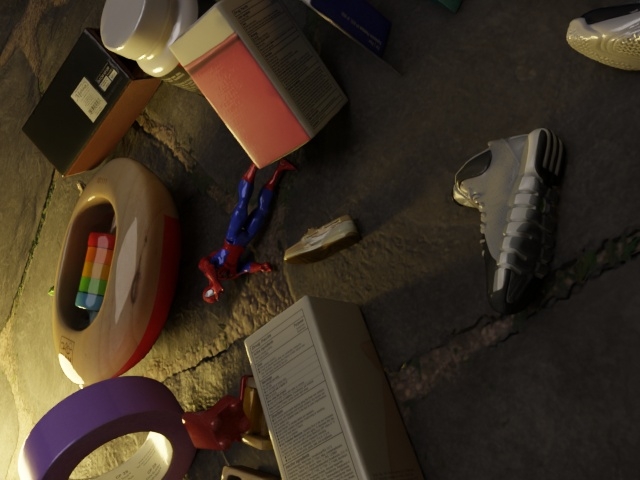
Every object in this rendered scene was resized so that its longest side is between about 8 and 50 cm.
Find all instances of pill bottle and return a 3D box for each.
[{"bbox_3d":[-0.217,-0.341,1.149,0.161,0.283,0.161,-12,73,41],"label":"pill bottle"}]

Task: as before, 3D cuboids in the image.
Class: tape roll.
[{"bbox_3d":[-0.349,0.362,1.111,0.090,0.274,0.275,41,108,41],"label":"tape roll"}]

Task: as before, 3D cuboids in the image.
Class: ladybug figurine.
[{"bbox_3d":[-0.388,0.069,1.296,0.305,0.161,0.450,11,87,43],"label":"ladybug figurine"}]

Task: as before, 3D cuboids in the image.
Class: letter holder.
[{"bbox_3d":[-0.488,-0.314,1.512,0.152,0.214,0.302,48,116,4],"label":"letter holder"}]

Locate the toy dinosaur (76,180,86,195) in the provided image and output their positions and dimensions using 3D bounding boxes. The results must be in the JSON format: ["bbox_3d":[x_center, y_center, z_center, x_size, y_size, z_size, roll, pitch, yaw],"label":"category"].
[{"bbox_3d":[-0.509,-0.027,1.505,0.118,0.064,0.268,-36,57,49],"label":"toy dinosaur"}]

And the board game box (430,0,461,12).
[{"bbox_3d":[0.137,-0.525,1.004,0.336,0.079,0.254,43,110,41],"label":"board game box"}]

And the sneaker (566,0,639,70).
[{"bbox_3d":[0.401,-0.263,0.684,0.268,0.101,0.153,8,85,38],"label":"sneaker"}]

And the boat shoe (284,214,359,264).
[{"bbox_3d":[0.000,0.000,1.031,0.135,0.050,0.045,-21,62,27],"label":"boat shoe"}]

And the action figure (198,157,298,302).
[{"bbox_3d":[-0.119,-0.001,1.108,0.280,0.091,0.139,-61,39,13],"label":"action figure"}]

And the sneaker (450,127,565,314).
[{"bbox_3d":[0.214,-0.024,0.819,0.132,0.086,0.229,5,73,48],"label":"sneaker"}]

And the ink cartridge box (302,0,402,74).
[{"bbox_3d":[-0.012,-0.396,1.043,0.069,0.175,0.371,-51,50,16],"label":"ink cartridge box"}]

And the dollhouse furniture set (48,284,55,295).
[{"bbox_3d":[-0.586,0.067,1.580,0.076,0.058,0.152,-23,45,46],"label":"dollhouse furniture set"}]

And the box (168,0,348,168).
[{"bbox_3d":[-0.090,-0.255,1.025,0.126,0.149,0.232,-24,109,39],"label":"box"}]

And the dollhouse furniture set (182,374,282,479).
[{"bbox_3d":[-0.162,0.387,0.982,0.152,0.201,0.374,-2,79,43],"label":"dollhouse furniture set"}]

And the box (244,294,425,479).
[{"bbox_3d":[0.018,0.245,0.902,0.148,0.121,0.311,-37,57,31],"label":"box"}]
